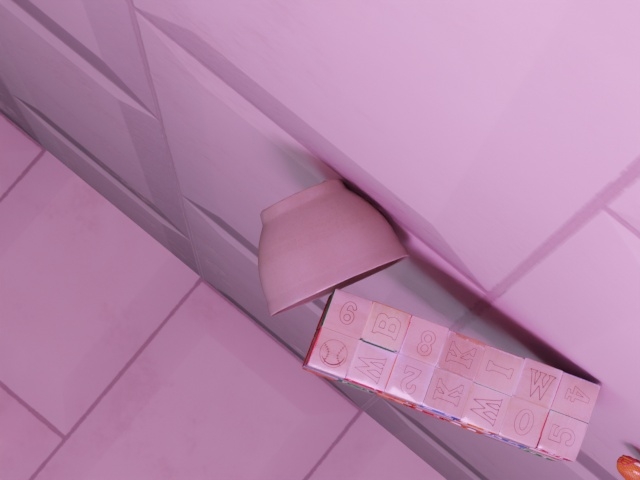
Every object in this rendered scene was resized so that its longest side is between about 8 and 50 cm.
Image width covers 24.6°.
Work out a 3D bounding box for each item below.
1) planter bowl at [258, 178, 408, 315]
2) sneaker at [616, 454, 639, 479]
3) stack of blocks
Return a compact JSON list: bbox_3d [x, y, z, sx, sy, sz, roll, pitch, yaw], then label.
[{"bbox_3d":[0.000,0.000,1.572,0.162,0.162,0.109,131,116,-81],"label":"planter bowl"},{"bbox_3d":[0.393,0.310,1.686,0.175,0.067,0.064,46,171,-23],"label":"sneaker"},{"bbox_3d":[0.135,0.148,1.596,0.297,0.087,0.171,20,173,0],"label":"stack of blocks"}]
